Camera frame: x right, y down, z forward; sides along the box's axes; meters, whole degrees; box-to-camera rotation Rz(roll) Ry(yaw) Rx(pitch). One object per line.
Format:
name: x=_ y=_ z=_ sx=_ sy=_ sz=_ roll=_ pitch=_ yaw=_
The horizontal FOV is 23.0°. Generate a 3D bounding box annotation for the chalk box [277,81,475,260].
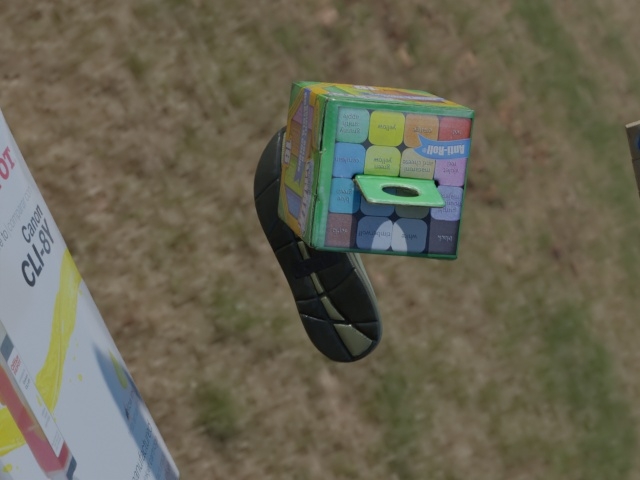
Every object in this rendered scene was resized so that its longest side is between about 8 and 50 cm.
chalk box: x=0.049 y=-0.061 z=1.351 sx=0.213 sy=0.132 sz=0.132 roll=-141 pitch=-124 yaw=-74

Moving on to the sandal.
sandal: x=-0.001 y=0.002 z=1.938 sx=0.086 sy=0.120 sz=0.303 roll=-34 pitch=111 yaw=-76

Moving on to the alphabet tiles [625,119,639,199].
alphabet tiles: x=0.428 y=-0.069 z=1.544 sx=0.009 sy=0.237 sz=0.198 roll=-105 pitch=176 yaw=-55

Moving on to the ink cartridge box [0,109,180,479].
ink cartridge box: x=-0.271 y=0.127 z=1.224 sx=0.279 sy=0.160 sz=0.385 roll=-79 pitch=149 yaw=-63
